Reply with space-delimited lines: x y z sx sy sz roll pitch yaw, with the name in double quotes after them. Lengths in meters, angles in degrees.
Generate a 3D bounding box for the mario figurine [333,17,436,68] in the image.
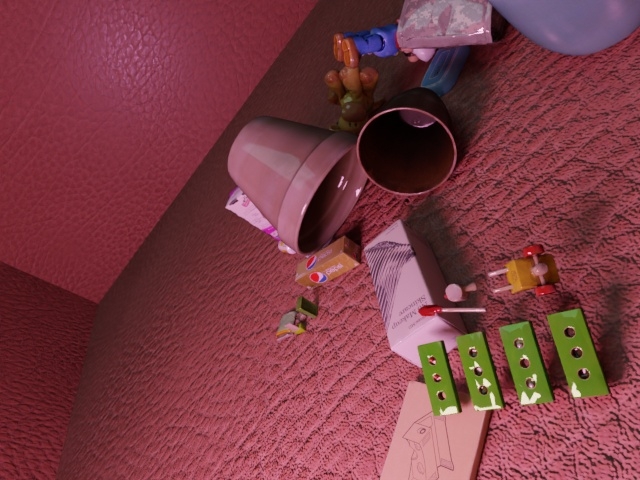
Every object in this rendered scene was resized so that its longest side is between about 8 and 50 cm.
0.209 -0.550 1.365 0.170 0.320 0.198 102 149 -69 "mario figurine"

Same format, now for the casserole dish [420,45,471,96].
0.330 -0.463 1.275 0.114 0.037 0.189 8 69 60 "casserole dish"

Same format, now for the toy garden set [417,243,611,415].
0.258 0.134 0.692 0.244 0.049 0.204 -24 70 36 "toy garden set"

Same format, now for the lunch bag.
0.338 -0.581 1.176 0.235 0.169 0.287 11 67 30 "lunch bag"

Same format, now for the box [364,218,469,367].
0.172 0.091 0.902 0.113 0.094 0.275 -42 31 22 "box"

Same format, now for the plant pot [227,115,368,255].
-0.070 -0.166 1.195 0.280 0.323 0.323 32 88 17 "plant pot"

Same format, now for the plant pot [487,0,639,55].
0.476 -0.490 0.869 0.293 0.235 0.293 -37 35 31 "plant pot"

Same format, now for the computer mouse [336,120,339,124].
0.060 -0.317 1.540 0.071 0.041 0.242 -27 41 41 "computer mouse"

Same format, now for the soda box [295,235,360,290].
0.017 0.060 1.205 0.181 0.061 0.058 -33 36 37 "soda box"

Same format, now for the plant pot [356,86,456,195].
0.215 -0.258 1.103 0.215 0.215 0.231 -31 24 39 "plant pot"

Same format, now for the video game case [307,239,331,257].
0.000 0.000 1.345 0.122 0.011 0.087 -58 29 -2 "video game case"

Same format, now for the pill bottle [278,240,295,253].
-0.093 0.018 1.436 0.083 0.043 0.043 10 70 59 "pill bottle"

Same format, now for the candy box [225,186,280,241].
-0.144 -0.098 1.432 0.159 0.233 0.071 -30 39 39 "candy box"

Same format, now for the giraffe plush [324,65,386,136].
0.097 -0.395 1.424 0.181 0.210 0.171 -3 60 27 "giraffe plush"

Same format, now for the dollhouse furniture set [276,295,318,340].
-0.078 0.199 1.216 0.151 0.058 0.076 -32 37 38 "dollhouse furniture set"

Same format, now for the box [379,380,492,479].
0.172 0.331 0.738 0.164 0.021 0.201 -7 56 55 "box"
